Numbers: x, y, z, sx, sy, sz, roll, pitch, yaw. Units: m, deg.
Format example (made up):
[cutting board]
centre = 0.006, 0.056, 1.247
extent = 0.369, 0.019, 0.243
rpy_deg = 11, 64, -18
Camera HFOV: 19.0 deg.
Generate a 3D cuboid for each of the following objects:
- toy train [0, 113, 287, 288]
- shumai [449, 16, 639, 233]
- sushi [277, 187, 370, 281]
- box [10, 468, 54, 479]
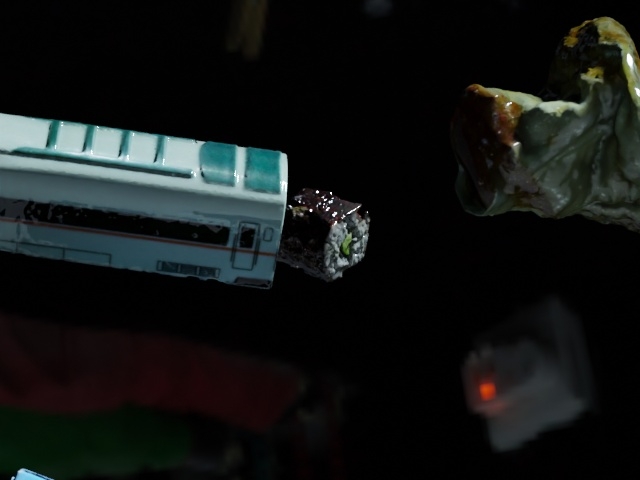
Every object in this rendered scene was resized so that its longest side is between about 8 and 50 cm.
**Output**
[toy train]
centre = -0.229, -0.046, 1.401
extent = 0.407, 0.086, 0.088
rpy_deg = 7, -52, -6
[shumai]
centre = 0.233, -0.094, 1.860
extent = 0.204, 0.222, 0.272
rpy_deg = -20, -23, 13
[sushi]
centre = 0.000, -0.001, 2.094
extent = 0.094, 0.084, 0.098
rpy_deg = -32, -44, -52
[box]
centre = -0.126, 0.267, 1.297
extent = 0.232, 0.142, 0.083
rpy_deg = 21, -20, 0
